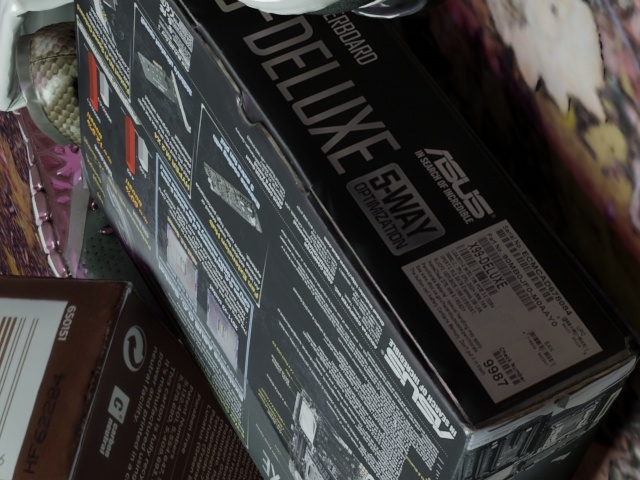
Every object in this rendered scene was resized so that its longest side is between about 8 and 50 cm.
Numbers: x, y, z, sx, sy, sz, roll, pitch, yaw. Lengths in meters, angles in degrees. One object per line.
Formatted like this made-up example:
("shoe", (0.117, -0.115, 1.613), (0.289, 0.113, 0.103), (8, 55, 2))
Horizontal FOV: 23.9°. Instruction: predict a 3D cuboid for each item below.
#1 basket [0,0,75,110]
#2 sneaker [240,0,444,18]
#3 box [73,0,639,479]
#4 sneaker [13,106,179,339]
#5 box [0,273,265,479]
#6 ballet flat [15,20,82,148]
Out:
("basket", (-0.141, -0.156, 0.860), (0.167, 0.113, 0.103), (134, 119, -69))
("sneaker", (0.025, -0.173, 0.440), (0.079, 0.121, 0.217), (20, 105, 25))
("box", (-0.009, 0.004, 0.661), (0.307, 0.076, 0.242), (55, 157, 26))
("sneaker", (-0.152, -0.074, 1.023), (0.281, 0.106, 0.162), (62, 159, 16))
("box", (-0.135, 0.167, 0.898), (0.381, 0.191, 0.143), (57, -139, -54))
("ballet flat", (-0.103, -0.069, 0.876), (0.250, 0.058, 0.084), (45, -147, -73))
